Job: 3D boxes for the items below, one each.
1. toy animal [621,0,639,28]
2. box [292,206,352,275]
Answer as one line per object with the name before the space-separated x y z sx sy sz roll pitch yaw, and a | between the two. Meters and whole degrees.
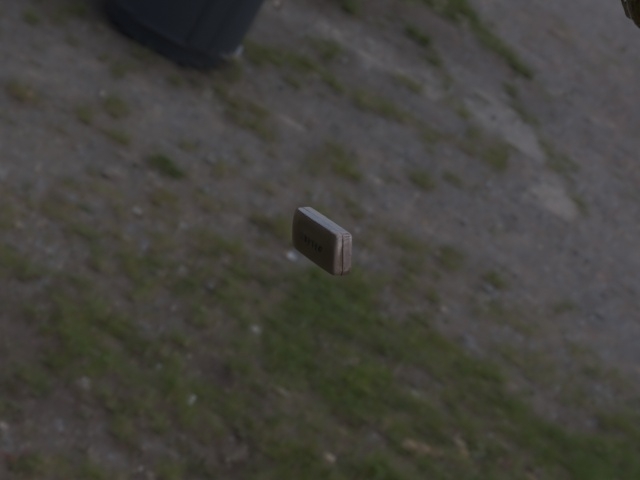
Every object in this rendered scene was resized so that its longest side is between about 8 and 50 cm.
toy animal | 0.308 -0.162 1.213 0.149 0.054 0.275 38 5 -4
box | 0.000 0.000 1.621 0.025 0.048 0.115 -8 20 -22
